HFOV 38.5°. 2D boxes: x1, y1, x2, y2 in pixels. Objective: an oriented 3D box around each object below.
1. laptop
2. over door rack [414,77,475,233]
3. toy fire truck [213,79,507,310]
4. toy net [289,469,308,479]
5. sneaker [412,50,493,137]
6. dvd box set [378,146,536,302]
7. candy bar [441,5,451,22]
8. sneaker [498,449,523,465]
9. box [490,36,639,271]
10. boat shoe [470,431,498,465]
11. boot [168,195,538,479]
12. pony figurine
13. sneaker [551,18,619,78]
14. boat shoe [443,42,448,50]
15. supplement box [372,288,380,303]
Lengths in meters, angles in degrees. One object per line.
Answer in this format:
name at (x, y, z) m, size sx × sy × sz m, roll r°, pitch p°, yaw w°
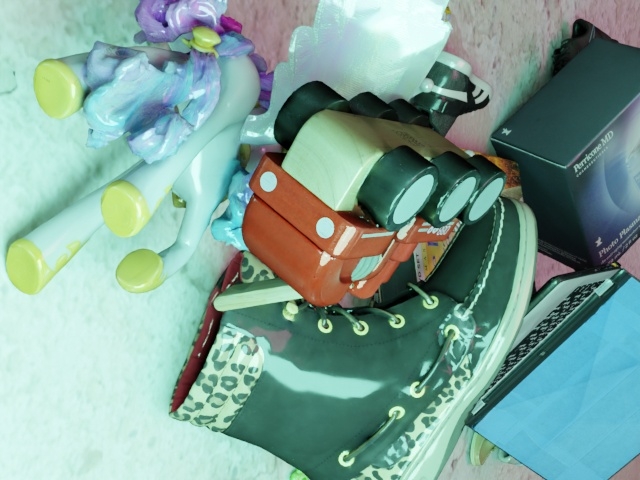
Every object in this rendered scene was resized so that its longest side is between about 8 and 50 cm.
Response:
laptop at (0.371, 0.245, 1.370) m, size 0.408 × 0.236 × 0.382 m, roll -4°, pitch 139°, yaw -55°
over door rack at (0.094, -0.028, 1.097) m, size 0.324 × 0.108 × 0.239 m, roll -39°, pitch 104°, yaw -35°
toy fire truck at (0.000, 0.000, 0.759) m, size 0.217 × 0.158 × 0.246 m, roll -5°, pitch 130°, yaw -59°
toy net at (-0.010, 0.401, 1.164) m, size 0.122 × 0.045 × 0.232 m, roll 21°, pitch 77°, yaw -55°
sneaker at (0.185, -0.199, 1.357) m, size 0.121 × 0.079 × 0.217 m, roll -64°, pitch 157°, yaw 6°
dvd box set at (0.210, 0.012, 1.368) m, size 0.420 × 0.062 × 0.307 m, roll 4°, pitch 78°, yaw -56°
candy bar at (0.149, -0.320, 1.304) m, size 0.161 × 0.018 × 0.040 m, roll -14°, pitch 115°, yaw -58°
sneaker at (0.367, 0.325, 1.693) m, size 0.083 × 0.071 × 0.190 m, roll 11°, pitch 85°, yaw -50°
box at (0.492, -0.144, 1.630) m, size 0.296 × 0.183 × 0.294 m, roll -43°, pitch 131°, yaw -14°
boat shoe at (0.304, 0.342, 1.619) m, size 0.135 × 0.045 × 0.050 m, roll -57°, pitch 137°, yaw -35°
boot at (0.037, 0.083, 0.956) m, size 0.284 × 0.138 × 0.377 m, roll 25°, pitch 94°, yaw -14°
pony figurine at (-0.094, -0.130, 0.815) m, size 0.363 × 0.303 × 0.351 m, roll -41°, pitch 159°, yaw -50°
sneaker at (0.479, -0.320, 1.768) m, size 0.106 × 0.101 × 0.267 m, roll 44°, pitch 61°, yaw -14°
boat shoe at (0.160, -0.276, 1.333) m, size 0.100 × 0.035 × 0.035 m, roll -40°, pitch 123°, yaw -55°
supplement box at (0.110, 0.095, 1.300) m, size 0.083 × 0.043 × 0.055 m, roll 7°, pitch 86°, yaw -55°
